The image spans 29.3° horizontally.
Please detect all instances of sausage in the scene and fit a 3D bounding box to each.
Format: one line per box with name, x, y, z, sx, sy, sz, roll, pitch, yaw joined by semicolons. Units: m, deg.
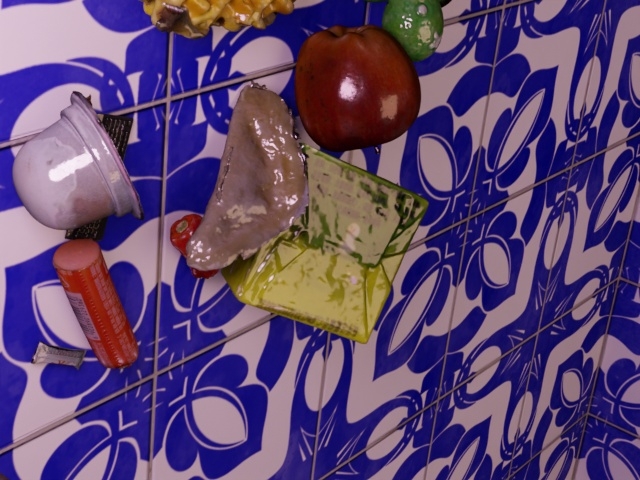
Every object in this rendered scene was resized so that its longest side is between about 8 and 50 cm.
sausage;-0.336;0.114;1.878;0.074;0.074;0.274;-45;142;-29

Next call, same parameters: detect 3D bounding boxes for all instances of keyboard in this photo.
keyboard;-0.327;-0.091;1.816;0.074;0.015;0.196;1;109;-55

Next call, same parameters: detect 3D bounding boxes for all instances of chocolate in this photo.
chocolate;0.000;0.000;2.157;0.301;0.137;0.288;22;91;-33
chocolate;-0.345;-0.090;1.679;0.147;0.221;0.221;-25;136;-8

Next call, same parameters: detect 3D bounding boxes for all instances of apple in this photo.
apple;0.061;-0.254;2.082;0.234;0.234;0.234;-33;135;-41

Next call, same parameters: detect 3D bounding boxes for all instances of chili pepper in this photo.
chili pepper;-0.202;0.008;2.014;0.073;0.070;0.123;-30;144;-1

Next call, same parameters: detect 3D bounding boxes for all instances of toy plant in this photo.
toy plant;0.155;-0.449;2.126;0.218;0.175;0.235;42;70;-27

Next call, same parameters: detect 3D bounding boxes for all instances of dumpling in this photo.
dumpling;-0.106;-0.084;1.999;0.086;0.166;0.332;-28;-139;69

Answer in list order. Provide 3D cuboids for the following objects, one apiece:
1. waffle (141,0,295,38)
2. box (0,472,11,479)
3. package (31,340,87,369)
waffle;-0.136;-0.483;1.774;0.382;0.095;0.379;-10;117;-50
box;-0.513;0.442;1.615;0.314;0.300;0.312;-55;145;-14
package;-0.400;0.178;1.881;0.110;0.015;0.037;20;94;-56
